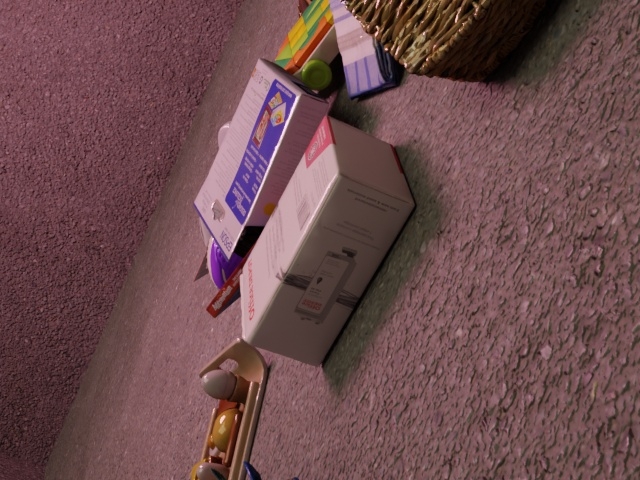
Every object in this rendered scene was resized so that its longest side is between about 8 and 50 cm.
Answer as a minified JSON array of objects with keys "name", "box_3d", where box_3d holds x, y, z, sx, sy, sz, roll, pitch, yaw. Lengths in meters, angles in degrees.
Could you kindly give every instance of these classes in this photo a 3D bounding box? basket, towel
[{"name":"basket","box_3d":[0.213,-0.335,1.184,0.213,0.223,0.299,50,123,34]},{"name":"towel","box_3d":[0.051,-0.373,1.592,0.209,0.034,0.284,-174,71,-73]}]

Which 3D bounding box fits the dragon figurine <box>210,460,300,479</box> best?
[{"name":"dragon figurine","box_3d":[-0.070,0.333,1.259,0.144,0.085,0.289,-65,17,12]}]

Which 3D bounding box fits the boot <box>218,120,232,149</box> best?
[{"name":"boot","box_3d":[-0.123,-0.116,1.992,0.095,0.123,0.258,13,113,46]}]

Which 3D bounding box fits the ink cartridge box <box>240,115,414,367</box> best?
[{"name":"ink cartridge box","box_3d":[0.000,0.000,1.393,0.283,0.117,0.207,-61,18,23]}]

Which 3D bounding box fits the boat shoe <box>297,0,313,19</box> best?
[{"name":"boat shoe","box_3d":[-0.018,-0.480,2.127,0.073,0.073,0.207,-59,19,23]}]

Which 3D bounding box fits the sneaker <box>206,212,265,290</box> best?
[{"name":"sneaker","box_3d":[-0.122,-0.035,1.858,0.146,0.102,0.293,13,84,68]}]

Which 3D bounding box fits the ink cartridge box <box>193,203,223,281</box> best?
[{"name":"ink cartridge box","box_3d":[-0.217,-0.042,2.130,0.232,0.066,0.189,-61,-6,15]}]

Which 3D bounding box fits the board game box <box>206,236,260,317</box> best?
[{"name":"board game box","box_3d":[-0.093,0.023,1.700,0.145,0.027,0.281,-39,-7,-42]}]

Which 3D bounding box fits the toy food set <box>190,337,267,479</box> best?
[{"name":"toy food set","box_3d":[-0.188,0.330,1.625,0.220,0.092,0.306,-42,30,56]}]

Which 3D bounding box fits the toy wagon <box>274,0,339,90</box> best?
[{"name":"toy wagon","box_3d":[-0.011,-0.373,1.914,0.344,0.068,0.267,-50,22,19]}]

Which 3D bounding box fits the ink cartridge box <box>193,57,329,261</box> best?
[{"name":"ink cartridge box","box_3d":[-0.110,-0.143,1.753,0.307,0.072,0.303,-67,25,14]}]
